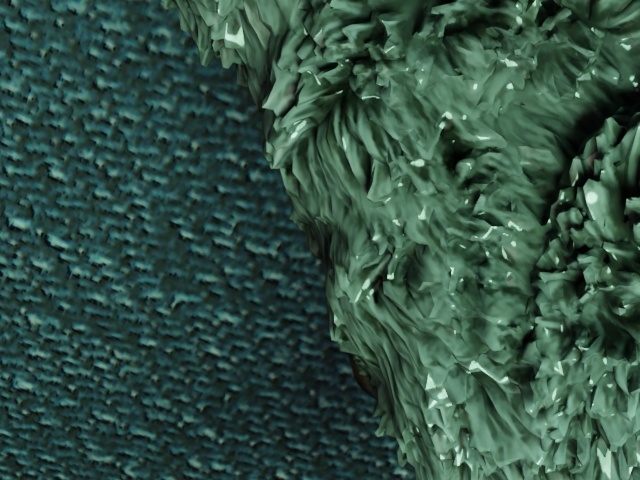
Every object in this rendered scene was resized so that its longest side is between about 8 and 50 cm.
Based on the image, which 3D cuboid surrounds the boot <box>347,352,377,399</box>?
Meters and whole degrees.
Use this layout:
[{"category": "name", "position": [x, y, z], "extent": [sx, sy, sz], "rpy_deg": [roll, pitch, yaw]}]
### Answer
[{"category": "boot", "position": [0.104, 0.027, 0.826], "extent": [0.219, 0.082, 0.106], "rpy_deg": [-1, 136, 21]}]

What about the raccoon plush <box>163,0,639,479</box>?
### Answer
[{"category": "raccoon plush", "position": [0.000, 0.000, 0.629], "extent": [0.299, 0.446, 0.216], "rpy_deg": [17, 168, 2]}]
